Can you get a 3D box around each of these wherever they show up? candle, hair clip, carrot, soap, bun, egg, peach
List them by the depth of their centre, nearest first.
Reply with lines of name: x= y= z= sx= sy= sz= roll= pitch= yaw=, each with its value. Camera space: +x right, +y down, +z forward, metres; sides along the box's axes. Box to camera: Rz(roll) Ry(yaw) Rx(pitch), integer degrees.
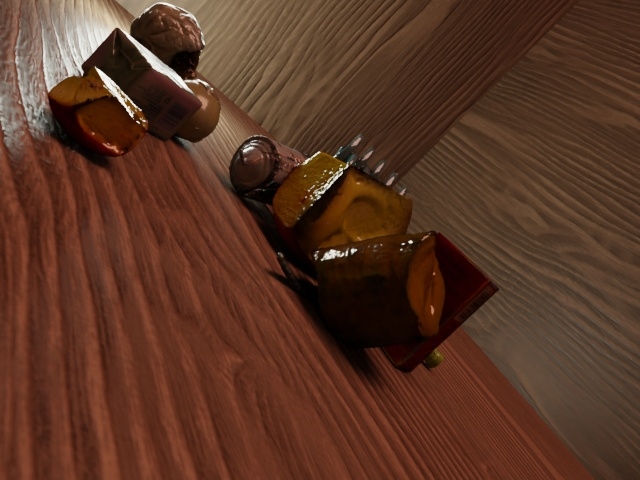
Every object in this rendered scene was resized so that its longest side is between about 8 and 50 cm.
peach: x=-0.363 y=-0.207 z=0.875 sx=0.152 sy=0.118 sz=0.151 roll=9 pitch=40 yaw=-8
carrot: x=0.115 y=0.112 z=1.158 sx=0.242 sy=0.341 sz=0.241 roll=21 pitch=63 yaw=-49
hair clip: x=-0.041 y=0.092 z=1.184 sx=0.229 sy=0.036 sz=0.066 roll=46 pitch=11 yaw=-47
soap: x=-0.418 y=-0.364 z=1.250 sx=0.182 sy=0.138 sz=0.199 roll=50 pitch=10 yaw=25
egg: x=-0.349 y=-0.352 z=1.428 sx=0.164 sy=0.164 sz=0.201 roll=39 pitch=15 yaw=-32
peach: x=0.036 y=-0.069 z=1.437 sx=0.381 sy=0.305 sz=0.243 roll=15 pitch=6 yaw=-45
candle: x=-0.154 y=-0.196 z=1.482 sx=0.187 sy=0.187 sz=0.330 roll=49 pitch=19 yaw=28
bun: x=-0.517 y=-0.634 z=1.744 sx=0.205 sy=0.281 sz=0.281 roll=-16 pitch=54 yaw=-39
hair clip: x=0.127 y=-0.169 z=1.840 sx=0.318 sy=0.238 sz=0.392 roll=49 pitch=42 yaw=-10

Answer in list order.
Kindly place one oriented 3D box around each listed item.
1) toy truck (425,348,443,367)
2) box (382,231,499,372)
toy truck: x=0.301 y=0.265 z=1.630 sx=0.187 sy=0.148 sz=0.210 roll=43 pitch=34 yaw=-19
box: x=0.267 y=0.158 z=1.360 sx=0.089 sy=0.313 sz=0.197 roll=34 pitch=14 yaw=-50
